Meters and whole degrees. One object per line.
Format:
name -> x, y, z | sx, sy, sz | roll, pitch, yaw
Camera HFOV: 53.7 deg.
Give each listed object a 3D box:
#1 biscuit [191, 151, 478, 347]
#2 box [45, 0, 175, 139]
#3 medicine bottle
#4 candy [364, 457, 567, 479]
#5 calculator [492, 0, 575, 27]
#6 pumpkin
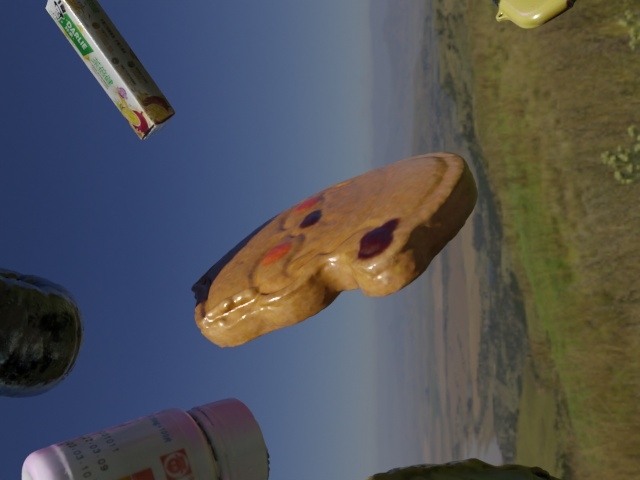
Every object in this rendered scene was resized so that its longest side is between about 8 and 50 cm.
biscuit -> 0.000, -0.001, 0.882 | 0.078, 0.456, 0.349 | 60, -151, -14
box -> -0.261, -0.224, 0.785 | 0.041, 0.050, 0.207 | -38, -84, -35
medicine bottle -> -0.199, 0.281, 0.741 | 0.255, 0.152, 0.151 | -10, -74, -37
candy -> 0.087, 0.197, 0.252 | 0.260, 0.260, 0.117 | -65, -16, -73
calculator -> 0.310, -0.351, 0.762 | 0.033, 0.236, 0.157 | 36, -157, -38
pumpkin -> -0.440, 0.120, 0.849 | 0.233, 0.233, 0.162 | 51, -126, -78
